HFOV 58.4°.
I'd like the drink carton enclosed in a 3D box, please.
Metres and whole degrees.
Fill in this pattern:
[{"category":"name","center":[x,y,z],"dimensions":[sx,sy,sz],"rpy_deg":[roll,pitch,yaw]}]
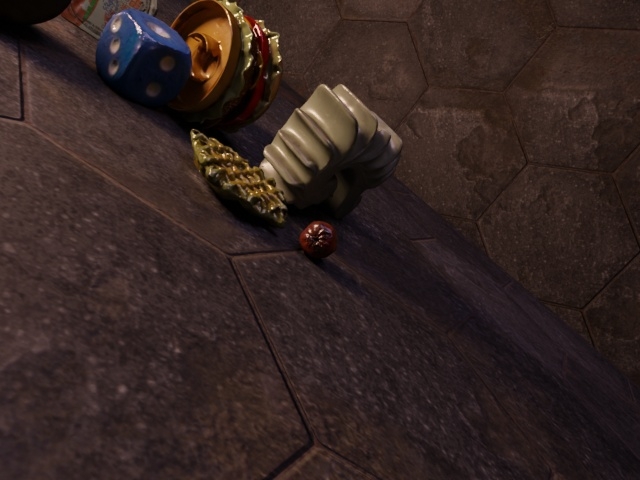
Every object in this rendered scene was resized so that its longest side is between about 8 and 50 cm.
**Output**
[{"category":"drink carton","center":[-0.498,-0.572,1.388],"dimensions":[0.191,0.185,0.189],"rpy_deg":[30,7,-22]}]

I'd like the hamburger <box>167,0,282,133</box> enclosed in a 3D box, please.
[{"category":"hamburger","center":[-0.207,-0.375,1.273],"dimensions":[0.212,0.274,0.274],"rpy_deg":[12,31,-54]}]

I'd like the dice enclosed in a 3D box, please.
[{"category":"dice","center":[-0.354,-0.365,1.156],"dimensions":[0.146,0.146,0.143],"rpy_deg":[49,21,29]}]

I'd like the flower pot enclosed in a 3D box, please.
[{"category":"flower pot","center":[0.041,-0.183,1.269],"dimensions":[0.164,0.254,0.367],"rpy_deg":[50,16,22]}]

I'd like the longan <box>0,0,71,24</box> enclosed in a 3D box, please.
[{"category":"longan","center":[-0.538,-0.485,1.010],"dimensions":[0.220,0.196,0.196],"rpy_deg":[44,17,23]}]

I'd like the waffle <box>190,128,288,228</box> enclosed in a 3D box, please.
[{"category":"waffle","center":[-0.151,-0.111,1.064],"dimensions":[0.204,0.054,0.223],"rpy_deg":[28,19,-36]}]

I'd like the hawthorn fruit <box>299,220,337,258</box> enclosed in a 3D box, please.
[{"category":"hawthorn fruit","center":[-0.001,0.001,1.066],"dimensions":[0.077,0.077,0.077],"rpy_deg":[35,17,-12]}]
